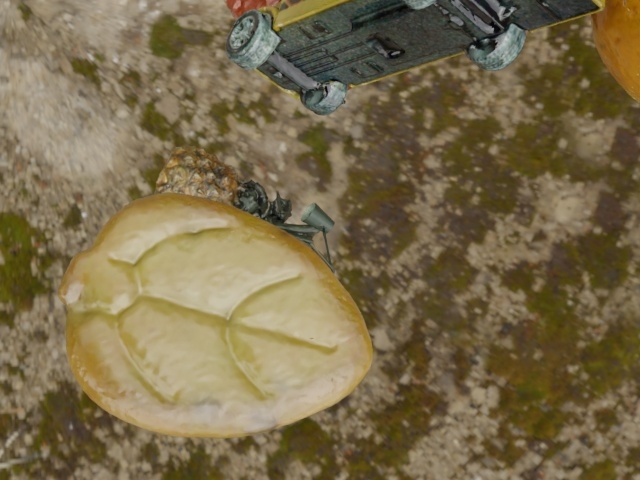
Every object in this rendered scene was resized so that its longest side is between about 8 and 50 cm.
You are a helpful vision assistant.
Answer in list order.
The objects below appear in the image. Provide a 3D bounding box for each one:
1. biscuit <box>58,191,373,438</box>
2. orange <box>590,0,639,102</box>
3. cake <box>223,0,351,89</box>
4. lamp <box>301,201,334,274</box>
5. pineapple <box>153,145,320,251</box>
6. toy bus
[{"bbox_3d":[-0.082,0.062,0.826,0.260,0.041,0.203,17,66,0],"label":"biscuit"},{"bbox_3d":[0.333,-0.198,0.834,0.219,0.219,0.193,-57,152,2],"label":"orange"},{"bbox_3d":[-0.027,-0.448,1.652,0.270,0.319,0.269,-44,144,10],"label":"cake"},{"bbox_3d":[0.000,0.000,1.377,0.054,0.121,0.041,35,120,-18],"label":"lamp"},{"bbox_3d":[-0.120,-0.041,1.476,0.248,0.128,0.128,24,96,-4],"label":"pineapple"},{"bbox_3d":[0.068,-0.206,0.855,0.121,0.335,0.123,29,64,-37],"label":"toy bus"}]
